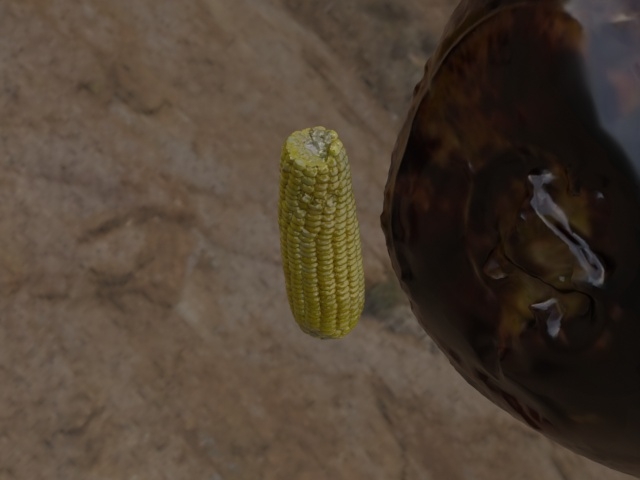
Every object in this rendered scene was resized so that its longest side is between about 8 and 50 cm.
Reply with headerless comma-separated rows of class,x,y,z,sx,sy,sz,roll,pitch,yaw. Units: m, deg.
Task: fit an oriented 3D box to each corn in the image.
corn,0.000,0.000,1.155,0.067,0.206,0.067,-3,42,3

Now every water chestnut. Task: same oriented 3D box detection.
water chestnut,0.210,-0.031,0.844,0.302,0.350,0.350,-6,62,-35
